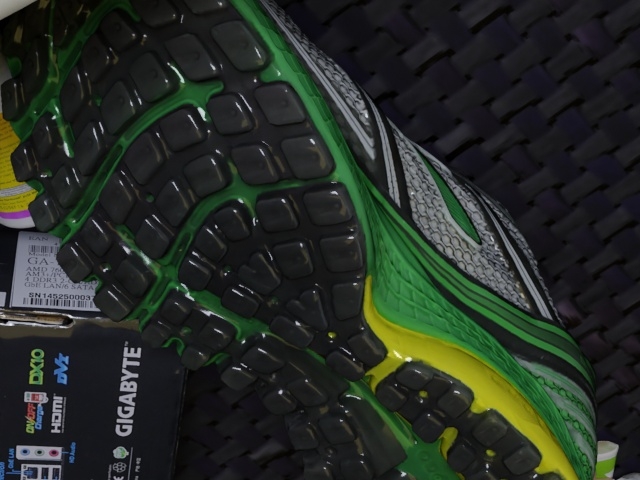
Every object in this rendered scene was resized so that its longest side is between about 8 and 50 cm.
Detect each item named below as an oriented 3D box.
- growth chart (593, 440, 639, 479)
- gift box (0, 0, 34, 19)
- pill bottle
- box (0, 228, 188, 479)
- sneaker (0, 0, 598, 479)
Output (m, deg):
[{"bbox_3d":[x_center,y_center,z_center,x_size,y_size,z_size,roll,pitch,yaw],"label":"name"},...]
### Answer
[{"bbox_3d":[0.100,0.168,0.760,0.237,0.021,0.172,11,123,-16],"label":"growth chart"},{"bbox_3d":[-0.163,-0.188,0.333,0.258,0.276,0.255,-27,138,7],"label":"gift box"},{"bbox_3d":[-0.132,-0.049,0.556,0.043,0.043,0.083,-16,127,3],"label":"pill bottle"},{"bbox_3d":[-0.221,0.125,0.650,0.293,0.073,0.295,5,124,-9],"label":"box"},{"bbox_3d":[0.000,0.000,0.571,0.134,0.146,0.343,-25,112,30],"label":"sneaker"}]
